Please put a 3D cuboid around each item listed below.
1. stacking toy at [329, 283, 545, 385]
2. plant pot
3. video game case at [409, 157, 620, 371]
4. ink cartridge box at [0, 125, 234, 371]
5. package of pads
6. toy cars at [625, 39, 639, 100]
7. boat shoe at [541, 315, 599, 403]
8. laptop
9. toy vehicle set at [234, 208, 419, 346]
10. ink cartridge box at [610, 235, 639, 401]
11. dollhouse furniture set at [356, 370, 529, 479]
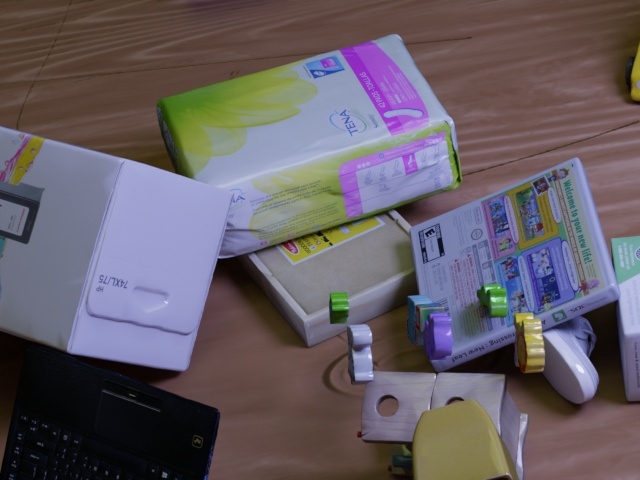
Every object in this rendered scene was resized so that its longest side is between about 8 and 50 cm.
[{"bbox_3d":[0.099,0.082,1.733,0.167,0.052,0.221,-3,9,-6],"label":"stacking toy"},{"bbox_3d":[0.119,0.182,1.602,0.081,0.081,0.083,-16,59,10],"label":"plant pot"},{"bbox_3d":[0.188,0.022,1.896,0.193,0.023,0.212,-23,35,13],"label":"video game case"},{"bbox_3d":[-0.267,0.001,1.940,0.270,0.197,0.198,15,-1,32],"label":"ink cartridge box"},{"bbox_3d":[-0.013,-0.105,2.094,0.297,0.101,0.229,-17,36,-6],"label":"package of pads"},{"bbox_3d":[0.507,-0.284,2.260,0.394,0.087,0.176,-25,39,-18],"label":"toy cars"},{"bbox_3d":[0.234,0.093,1.867,0.063,0.066,0.184,-21,28,-11],"label":"boat shoe"},{"bbox_3d":[-0.242,0.250,1.719,0.234,0.264,0.136,16,7,31],"label":"laptop"},{"bbox_3d":[0.000,0.000,2.067,0.166,0.035,0.267,-23,38,-15],"label":"toy vehicle set"},{"bbox_3d":[0.391,0.064,1.831,0.212,0.093,0.154,-4,37,7],"label":"ink cartridge box"},{"bbox_3d":[0.105,0.224,1.705,0.129,0.129,0.183,1,68,17],"label":"dollhouse furniture set"}]
